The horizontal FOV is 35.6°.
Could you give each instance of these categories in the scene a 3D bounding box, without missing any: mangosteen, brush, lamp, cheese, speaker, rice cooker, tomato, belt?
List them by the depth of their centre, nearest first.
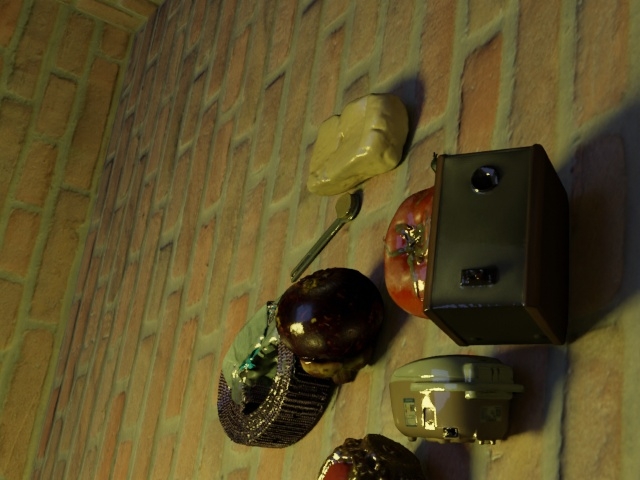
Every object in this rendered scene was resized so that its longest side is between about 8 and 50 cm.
[{"bbox_3d":[0.241,0.012,1.343,0.153,0.192,0.230,-4,64,27],"label":"speaker"},{"bbox_3d":[0.184,0.223,1.398,0.206,0.145,0.127,-8,77,58],"label":"rice cooker"},{"bbox_3d":[0.055,0.427,1.490,0.273,0.177,0.177,-67,26,11],"label":"lamp"},{"bbox_3d":[0.176,0.006,1.613,0.237,0.095,0.236,-41,39,45],"label":"tomato"},{"bbox_3d":[0.024,0.157,1.742,0.192,0.192,0.217,19,128,64],"label":"mangosteen"},{"bbox_3d":[-0.092,0.265,1.932,0.325,0.122,0.260,-46,42,46],"label":"belt"},{"bbox_3d":[0.073,-0.186,1.948,0.263,0.093,0.159,-26,53,53],"label":"cheese"},{"bbox_3d":[0.000,0.000,2.033,0.266,0.027,0.062,-51,33,35],"label":"brush"}]

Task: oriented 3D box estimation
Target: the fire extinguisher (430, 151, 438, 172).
[{"bbox_3d":[0.207,-0.119,1.717,0.083,0.025,0.038,-116,27,-55],"label":"fire extinguisher"}]
